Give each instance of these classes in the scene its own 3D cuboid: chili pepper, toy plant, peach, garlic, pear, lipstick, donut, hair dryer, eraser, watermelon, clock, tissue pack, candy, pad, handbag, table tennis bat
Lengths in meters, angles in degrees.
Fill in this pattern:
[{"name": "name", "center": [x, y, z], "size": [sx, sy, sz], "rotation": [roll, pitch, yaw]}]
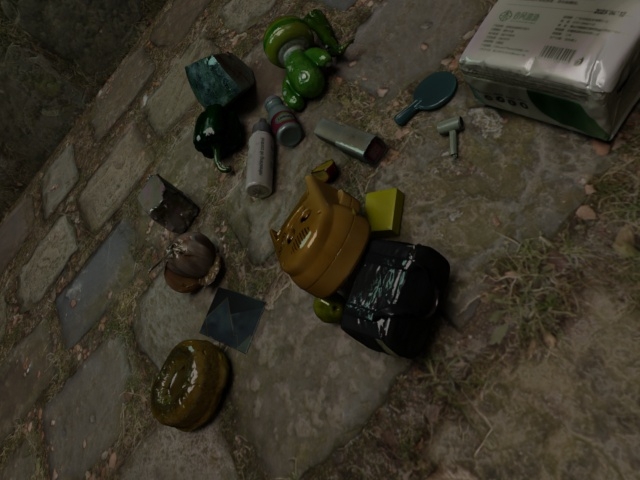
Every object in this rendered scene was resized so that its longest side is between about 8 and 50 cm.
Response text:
[{"name": "chili pepper", "center": [0.028, -0.728, 1.755], "size": [0.084, 0.076, 0.359], "rotation": [-27, 47, -1]}, {"name": "toy plant", "center": [-0.071, -0.621, 1.738], "size": [0.224, 0.184, 0.316], "rotation": [-36, 64, 28]}, {"name": "peach", "center": [0.014, -0.205, 1.503], "size": [0.083, 0.050, 0.077], "rotation": [-27, 29, 14]}, {"name": "garlic", "center": [-0.426, 0.086, 1.615], "size": [0.207, 0.257, 0.207], "rotation": [2, 101, 10]}, {"name": "pear", "center": [0.024, 0.170, 1.276], "size": [0.092, 0.092, 0.097], "rotation": [-59, 4, -2]}, {"name": "lipstick", "center": [0.082, -0.298, 1.479], "size": [0.253, 0.079, 0.077], "rotation": [34, 92, 46]}, {"name": "donut", "center": [-0.378, 0.417, 1.440], "size": [0.208, 0.128, 0.262], "rotation": [15, 79, 42]}, {"name": "hair dryer", "center": [0.338, -0.258, 1.283], "size": [0.063, 0.038, 0.124], "rotation": [-12, 68, 37]}, {"name": "eraser", "center": [0.165, -0.071, 1.313], "size": [0.097, 0.045, 0.122], "rotation": [-8, 64, 37]}, {"name": "watermelon", "center": [-0.380, -0.639, 1.969], "size": [0.258, 0.228, 0.387], "rotation": [-36, 17, -23]}, {"name": "clock", "center": [0.000, 0.000, 1.234], "size": [0.244, 0.200, 0.317], "rotation": [-57, 15, 16]}, {"name": "chili pepper", "center": [-0.382, -0.374, 1.846], "size": [0.173, 0.165, 0.261], "rotation": [-16, 59, 19]}, {"name": "tissue pack", "center": [0.532, -0.410, 1.089], "size": [0.356, 0.194, 0.266], "rotation": [36, 91, 43]}, {"name": "candy", "center": [-0.578, -0.141, 1.866], "size": [0.137, 0.185, 0.195], "rotation": [-49, 46, 1]}, {"name": "pad", "center": [-0.276, 0.240, 1.537], "size": [0.243, 0.004, 0.164], "rotation": [10, 74, 42]}, {"name": "handbag", "center": [0.176, 0.129, 1.106], "size": [0.181, 0.181, 0.255], "rotation": [11, 74, 51]}, {"name": "table tennis bat", "center": [0.290, -0.397, 1.394], "size": [0.201, 0.033, 0.124], "rotation": [-39, 46, 13]}]

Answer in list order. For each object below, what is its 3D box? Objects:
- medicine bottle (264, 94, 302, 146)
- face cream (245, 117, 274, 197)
[{"name": "medicine bottle", "center": [-0.134, -0.417, 1.710], "size": [0.090, 0.090, 0.217], "rotation": [-40, 48, 16]}, {"name": "face cream", "center": [-0.204, -0.297, 1.706], "size": [0.092, 0.092, 0.312], "rotation": [-20, 55, 30]}]
